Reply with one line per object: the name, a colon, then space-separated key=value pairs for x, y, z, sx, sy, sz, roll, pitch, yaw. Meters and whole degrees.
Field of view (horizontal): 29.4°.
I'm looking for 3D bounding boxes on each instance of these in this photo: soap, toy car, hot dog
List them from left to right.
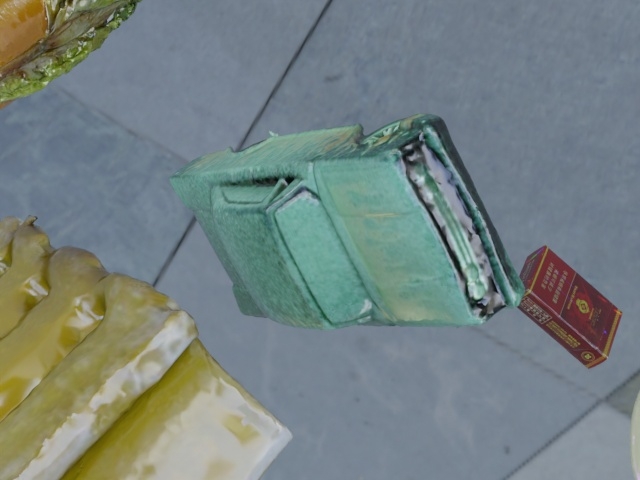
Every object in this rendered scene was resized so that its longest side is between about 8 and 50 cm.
soap: x=-0.188 y=0.129 z=0.584 sx=0.143 sy=0.281 sz=0.259 roll=51 pitch=164 yaw=-30
hot dog: x=-0.106 y=-0.085 z=0.484 sx=0.041 sy=0.133 sz=0.056 roll=36 pitch=142 yaw=8
toy car: x=0.000 y=0.000 z=0.839 sx=0.320 sy=0.097 sz=0.141 roll=-2 pitch=119 yaw=59

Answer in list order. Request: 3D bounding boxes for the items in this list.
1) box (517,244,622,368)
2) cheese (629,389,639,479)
box: x=0.181 y=0.049 z=0.899 sx=0.082 sy=0.051 sz=0.023 roll=40 pitch=138 yaw=-10
cheese: x=0.349 y=0.151 z=1.171 sx=0.064 sy=0.227 sz=0.137 roll=8 pitch=162 yaw=-20
